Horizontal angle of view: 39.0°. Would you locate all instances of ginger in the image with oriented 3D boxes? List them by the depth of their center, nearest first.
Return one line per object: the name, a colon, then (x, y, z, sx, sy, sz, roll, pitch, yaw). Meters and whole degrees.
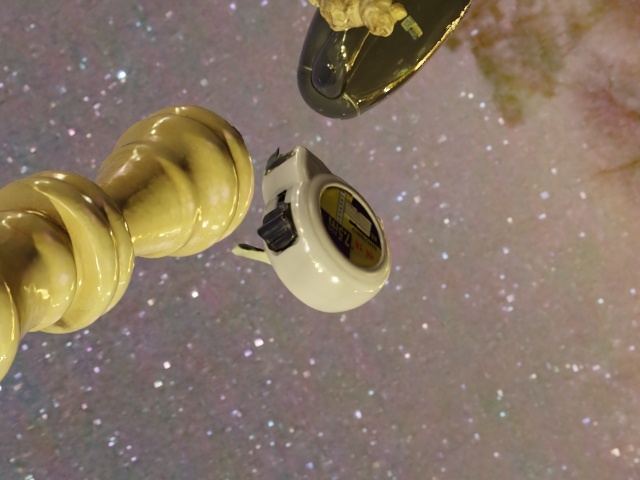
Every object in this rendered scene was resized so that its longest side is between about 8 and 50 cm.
ginger: (0.043, -0.346, 1.206, 0.074, 0.137, 0.213, 18, -123, -51)

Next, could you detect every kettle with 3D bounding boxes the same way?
kettle: (0.074, -0.327, 1.399, 0.207, 0.290, 0.268, 37, 171, 5)

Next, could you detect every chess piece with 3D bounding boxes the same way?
chess piece: (-0.171, 0.010, 0.569, 0.117, 0.117, 0.397, 58, -152, -7)

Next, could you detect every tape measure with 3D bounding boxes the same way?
tape measure: (-0.002, 0.001, 1.119, 0.196, 0.105, 0.178, 43, -146, -24)
